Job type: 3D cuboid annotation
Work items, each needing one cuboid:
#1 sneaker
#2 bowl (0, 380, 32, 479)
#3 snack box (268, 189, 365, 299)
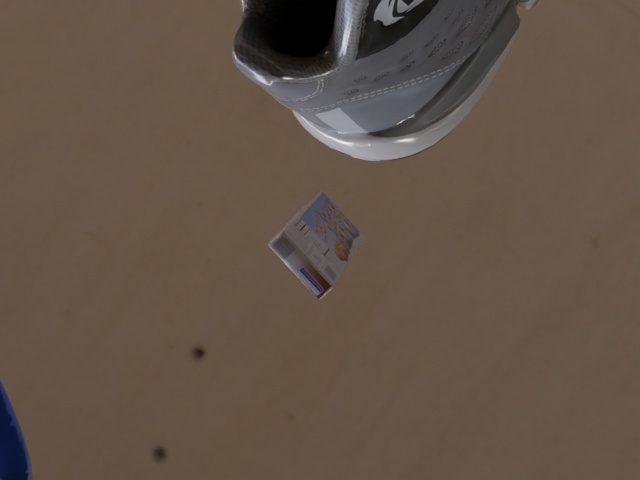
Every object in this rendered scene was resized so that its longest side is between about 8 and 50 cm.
[{"bbox_3d":[0.046,-0.129,0.340,0.086,0.229,0.132,30,-173,20],"label":"sneaker"},{"bbox_3d":[-0.339,0.031,0.901,0.391,0.077,0.391,58,172,13],"label":"bowl"},{"bbox_3d":[0.000,0.000,1.125,0.064,0.022,0.178,46,-163,-3],"label":"snack box"}]
